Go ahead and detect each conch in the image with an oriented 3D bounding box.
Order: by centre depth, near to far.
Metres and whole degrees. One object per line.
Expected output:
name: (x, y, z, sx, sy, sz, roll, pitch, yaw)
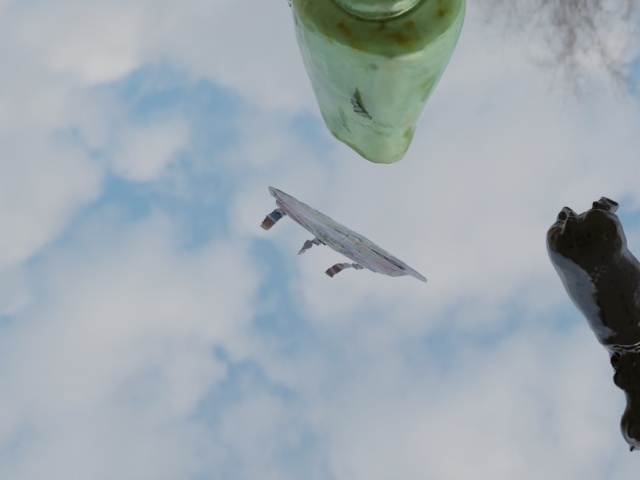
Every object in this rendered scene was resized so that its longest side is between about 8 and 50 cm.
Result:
conch: (0.040, -0.177, 1.064, 0.143, 0.250, 0.137, 2, -112, -13)

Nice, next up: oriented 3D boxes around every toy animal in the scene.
toy animal: (0.416, 0.108, 1.626, 0.106, 0.343, 0.168, -22, 179, 31)

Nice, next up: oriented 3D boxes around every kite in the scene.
kite: (0.002, -0.003, 1.400, 0.204, 0.360, 0.022, 32, -99, -10)
